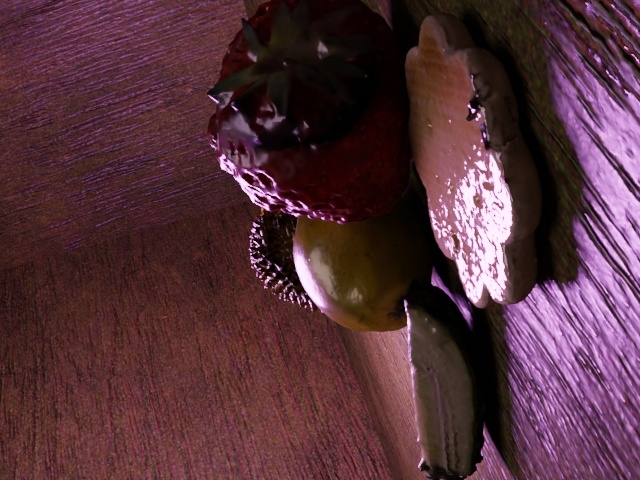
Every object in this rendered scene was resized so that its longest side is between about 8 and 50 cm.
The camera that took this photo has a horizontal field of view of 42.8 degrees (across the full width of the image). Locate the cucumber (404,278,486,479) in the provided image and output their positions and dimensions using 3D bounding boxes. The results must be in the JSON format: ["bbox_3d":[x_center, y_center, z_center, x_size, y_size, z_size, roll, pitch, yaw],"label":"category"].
[{"bbox_3d":[0.179,0.183,1.147,0.145,0.105,0.325,-69,-27,-51],"label":"cucumber"}]

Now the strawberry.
[{"bbox_3d":[-0.009,-0.155,1.075,0.310,0.292,0.291,91,162,-58],"label":"strawberry"}]

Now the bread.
[{"bbox_3d":[0.154,-0.076,0.847,0.316,0.054,0.316,164,90,-84],"label":"bread"}]

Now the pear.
[{"bbox_3d":[0.065,0.022,1.258,0.212,0.212,0.269,80,163,-48],"label":"pear"}]

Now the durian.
[{"bbox_3d":[0.000,0.011,1.496,0.258,0.293,0.258,2,-90,-76],"label":"durian"}]
